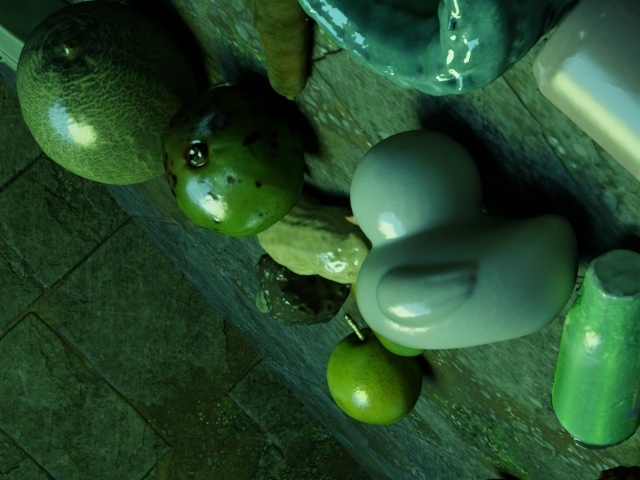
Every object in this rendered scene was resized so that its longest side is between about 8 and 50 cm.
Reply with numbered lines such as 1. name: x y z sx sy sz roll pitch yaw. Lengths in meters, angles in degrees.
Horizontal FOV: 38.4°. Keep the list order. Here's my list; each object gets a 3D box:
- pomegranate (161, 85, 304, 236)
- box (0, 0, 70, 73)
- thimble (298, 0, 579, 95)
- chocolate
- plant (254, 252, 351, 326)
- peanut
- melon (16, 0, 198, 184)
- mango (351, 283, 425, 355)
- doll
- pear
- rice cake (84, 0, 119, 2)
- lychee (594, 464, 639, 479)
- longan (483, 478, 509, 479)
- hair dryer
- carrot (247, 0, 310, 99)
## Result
1. pomegranate: -0.103 -0.103 1.253 0.202 0.202 0.248 39 -169 22
2. box: -0.505 -0.365 1.663 0.210 0.148 0.129 37 155 21
3. thimble: 0.058 -0.211 0.581 0.235 0.143 0.198 45 165 8
4. chocolate: 0.285 0.105 0.910 0.110 0.110 0.291 36 160 29
5. plant: -0.045 0.078 1.606 0.274 0.147 0.149 146 123 -77
6. peanut: 0.000 0.000 1.348 0.257 0.123 0.123 24 154 50
7. melon: -0.301 -0.207 1.336 0.248 0.248 0.329 41 173 14
8. mango: 0.106 0.096 1.396 0.191 0.086 0.122 63 169 -25
9. doll: 0.129 -0.009 0.910 0.251 0.221 0.221 2 138 44
10. pear: 0.093 0.226 1.654 0.180 0.166 0.216 -138 31 -66
11. rice cake: -0.380 -0.433 1.334 0.237 0.043 0.127 51 163 -25
12. lychee: 0.415 0.413 1.141 0.271 0.236 0.236 66 165 3
13. longan: 0.364 0.547 1.781 0.204 0.159 0.185 7 -143 -45
14. hair dryer: 0.248 -0.124 0.445 0.189 0.107 0.344 45 156 8
15. carrot: -0.041 -0.227 0.950 0.070 0.070 0.342 42 166 10
